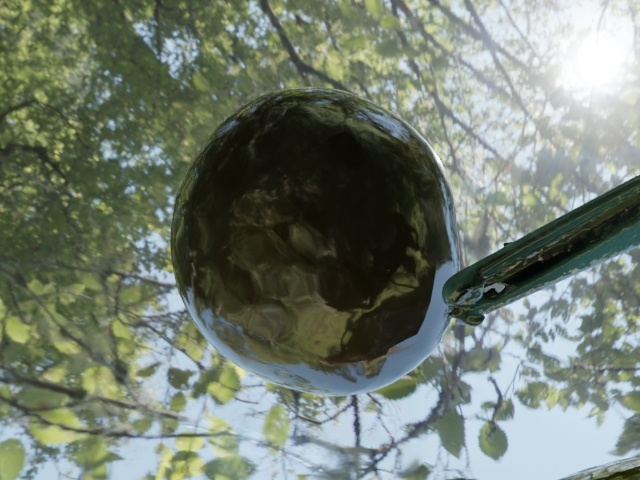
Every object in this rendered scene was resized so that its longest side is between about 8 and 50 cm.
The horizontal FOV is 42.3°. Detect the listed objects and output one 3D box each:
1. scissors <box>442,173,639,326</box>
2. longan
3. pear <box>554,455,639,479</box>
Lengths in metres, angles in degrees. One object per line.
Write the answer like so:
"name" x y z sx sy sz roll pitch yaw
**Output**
"scissors" 0.265 -0.037 0.574 0.393 0.180 0.032 -27 -140 8
"longan" -0.003 0.001 0.775 0.298 0.297 0.297 -3 -107 12
"pear" 0.155 0.190 0.327 0.213 0.269 0.212 0 -90 11
